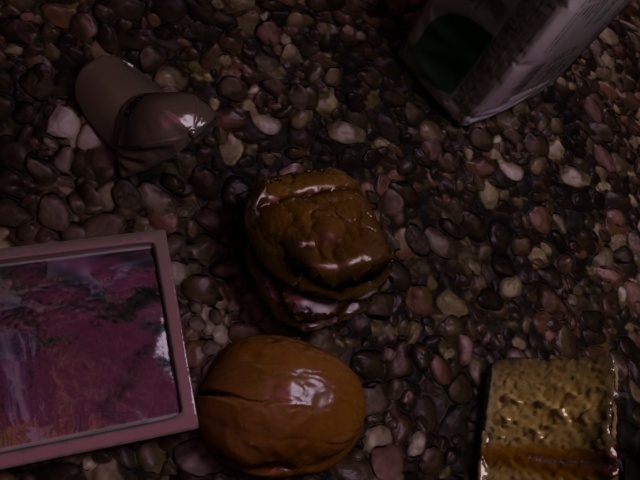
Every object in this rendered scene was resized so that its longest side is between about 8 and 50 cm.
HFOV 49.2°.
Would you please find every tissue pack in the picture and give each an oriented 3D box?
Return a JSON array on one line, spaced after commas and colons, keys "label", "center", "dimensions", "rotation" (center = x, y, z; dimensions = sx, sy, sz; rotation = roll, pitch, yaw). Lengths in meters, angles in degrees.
[{"label": "tissue pack", "center": [0.310, -0.357, 1.015], "dimensions": [0.266, 0.356, 0.194], "rotation": [-28, 76, -28]}]

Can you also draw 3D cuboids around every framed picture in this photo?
[{"label": "framed picture", "center": [-0.307, 0.116, 0.743], "dimensions": [0.324, 0.020, 0.240], "rotation": [-6, 71, -19]}]

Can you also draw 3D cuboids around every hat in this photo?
[{"label": "hat", "center": [-0.228, -0.172, 0.880], "dimensions": [0.175, 0.085, 0.147], "rotation": [44, 61, 1]}]

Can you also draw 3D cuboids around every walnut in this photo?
[{"label": "walnut", "center": [-0.034, 0.178, 0.795], "dimensions": [0.211, 0.087, 0.167], "rotation": [5, 63, -19]}]

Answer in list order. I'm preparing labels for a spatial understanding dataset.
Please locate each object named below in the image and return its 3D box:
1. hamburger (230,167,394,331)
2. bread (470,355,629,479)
[{"label": "hamburger", "center": [0.000, 0.000, 0.867], "dimensions": [0.183, 0.130, 0.206], "rotation": [-11, 69, -27]}, {"label": "bread", "center": [0.278, 0.280, 0.854], "dimensions": [0.178, 0.142, 0.266], "rotation": [1, 61, 24]}]
